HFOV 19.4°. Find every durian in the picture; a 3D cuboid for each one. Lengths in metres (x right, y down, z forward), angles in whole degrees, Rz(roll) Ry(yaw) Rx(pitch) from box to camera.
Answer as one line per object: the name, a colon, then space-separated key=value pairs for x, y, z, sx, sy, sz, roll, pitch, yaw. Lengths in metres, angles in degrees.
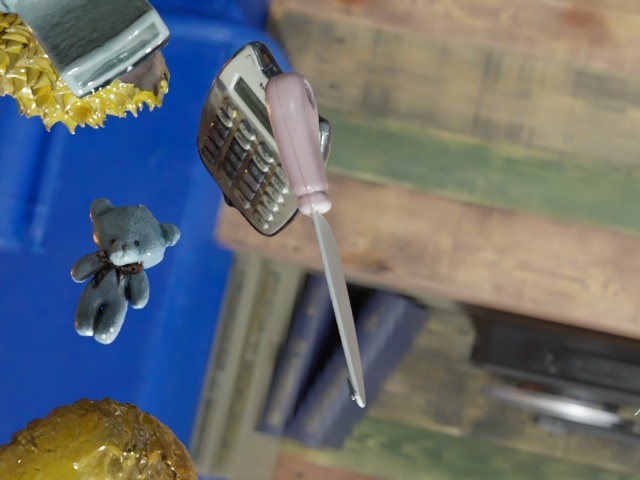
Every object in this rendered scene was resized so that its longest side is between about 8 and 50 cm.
durian: x=-0.261 y=-0.206 z=2.001 sx=0.195 sy=0.185 sz=0.305 roll=39 pitch=174 yaw=44

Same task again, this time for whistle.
whistle: x=-0.241 y=-0.252 z=1.579 sx=0.163 sy=0.163 sz=0.290 roll=16 pitch=-160 yaw=-33

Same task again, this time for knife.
knife: x=0.001 y=0.000 z=1.832 sx=0.043 sy=0.336 sz=0.081 roll=-13 pitch=175 yaw=13

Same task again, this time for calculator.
calculator: x=-0.070 y=-0.109 z=2.148 sx=0.040 sy=0.177 sz=0.268 roll=-30 pitch=166 yaw=-34

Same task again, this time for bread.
bread: x=-0.238 y=0.271 z=1.891 sx=0.240 sy=0.240 sz=0.139 roll=15 pitch=-177 yaw=-23

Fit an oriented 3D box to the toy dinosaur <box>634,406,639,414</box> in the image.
toy dinosaur: x=0.307 y=0.134 z=1.749 sx=0.021 sy=0.083 sz=0.062 roll=29 pitch=163 yaw=14

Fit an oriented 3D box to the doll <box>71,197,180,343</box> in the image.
doll: x=-0.256 y=0.034 z=2.337 sx=0.120 sy=0.180 sz=0.075 roll=20 pitch=158 yaw=1
